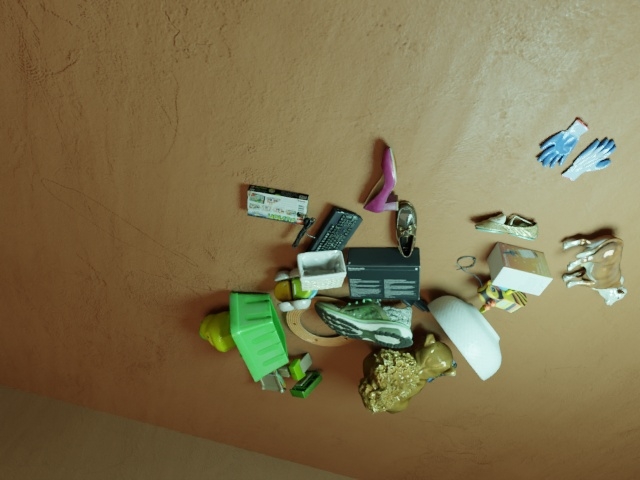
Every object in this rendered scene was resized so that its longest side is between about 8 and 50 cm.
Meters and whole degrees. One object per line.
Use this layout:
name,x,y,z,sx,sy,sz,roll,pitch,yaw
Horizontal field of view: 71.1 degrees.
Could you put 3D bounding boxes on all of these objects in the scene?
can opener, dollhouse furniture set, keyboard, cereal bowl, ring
can opener,0.370,0.236,1.768,0.186,0.073,0.059,37,170,-37
dollhouse furniture set,-0.175,0.639,2.219,0.302,0.151,0.197,-5,111,37
keyboard,0.000,0.000,1.613,0.202,0.033,0.317,14,133,-20
cereal bowl,0.553,0.336,1.663,0.141,0.339,0.339,-38,119,7
ring,0.019,0.349,1.948,0.337,0.032,0.336,5,131,5

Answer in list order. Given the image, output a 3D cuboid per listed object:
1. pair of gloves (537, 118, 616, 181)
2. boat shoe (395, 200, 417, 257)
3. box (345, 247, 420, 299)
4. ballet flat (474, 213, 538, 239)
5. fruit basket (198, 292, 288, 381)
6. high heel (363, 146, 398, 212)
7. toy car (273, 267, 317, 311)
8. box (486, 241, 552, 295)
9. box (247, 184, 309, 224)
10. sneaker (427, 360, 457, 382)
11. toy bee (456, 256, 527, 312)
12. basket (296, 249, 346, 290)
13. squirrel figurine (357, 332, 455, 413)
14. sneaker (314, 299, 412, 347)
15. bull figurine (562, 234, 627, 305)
pair of gloves,0.739,-0.250,1.290,0.198,0.023,0.159,27,131,-13
boat shoe,0.295,-0.034,1.529,0.073,0.073,0.206,-3,129,14
box,0.234,0.124,1.660,0.262,0.103,0.184,0,135,10
ballet flat,0.613,-0.052,1.472,0.207,0.073,0.067,9,105,-2
fruit basket,-0.354,0.411,1.935,0.393,0.282,0.391,-6,129,-8
high heel,0.183,-0.187,1.414,0.117,0.082,0.244,-1,139,12
toy car,-0.089,0.193,1.762,0.182,0.159,0.136,-15,166,37
box,0.679,0.096,1.537,0.171,0.130,0.090,13,133,-2
box,-0.149,-0.121,1.552,0.207,0.036,0.114,10,132,1
sneaker,0.552,0.605,2.056,0.078,0.067,0.188,31,127,-9
toy bee,0.623,0.202,1.623,0.299,0.162,0.195,13,134,-2
basket,0.001,0.113,1.635,0.168,0.113,0.103,-6,142,-7
squirrel figurine,0.356,0.546,1.834,0.371,0.280,0.397,-34,162,28
sneaker,0.179,0.293,1.784,0.411,0.181,0.158,14,144,16
bull figurine,0.933,0.102,1.517,0.189,0.101,0.310,-9,129,20
